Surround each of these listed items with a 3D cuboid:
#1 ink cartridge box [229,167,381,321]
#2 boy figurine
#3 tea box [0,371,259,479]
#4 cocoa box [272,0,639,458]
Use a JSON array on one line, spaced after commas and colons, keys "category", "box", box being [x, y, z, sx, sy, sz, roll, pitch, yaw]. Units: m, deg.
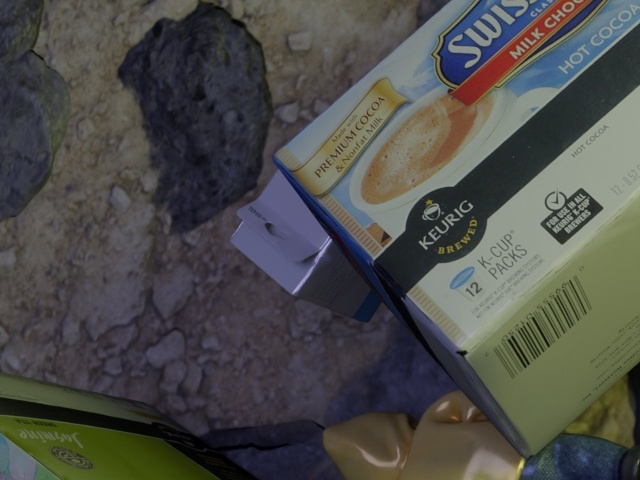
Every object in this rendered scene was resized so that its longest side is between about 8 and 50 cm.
[{"category": "ink cartridge box", "box": [0.000, 0.000, 1.264, 0.092, 0.143, 0.090, 38, 97, 33]}, {"category": "boy figurine", "box": [0.129, 0.200, 1.162, 0.285, 0.092, 0.177, 3, 78, 33]}, {"category": "tea box", "box": [-0.185, 0.275, 1.186, 0.324, 0.329, 0.220, 27, 92, 34]}, {"category": "cocoa box", "box": [0.187, -0.058, 1.074, 0.347, 0.231, 0.228, -41, 57, -2]}]
